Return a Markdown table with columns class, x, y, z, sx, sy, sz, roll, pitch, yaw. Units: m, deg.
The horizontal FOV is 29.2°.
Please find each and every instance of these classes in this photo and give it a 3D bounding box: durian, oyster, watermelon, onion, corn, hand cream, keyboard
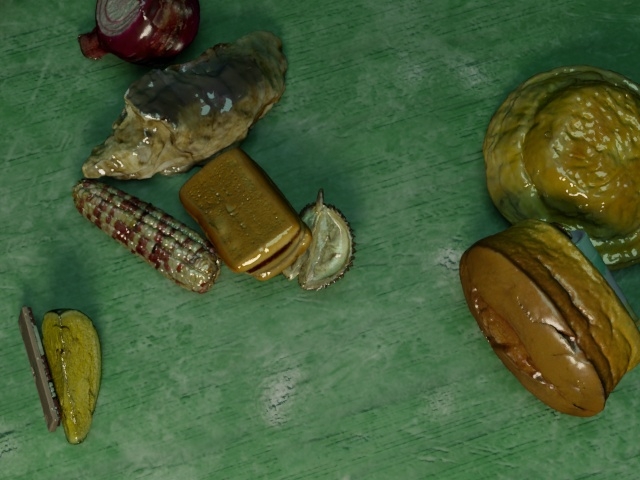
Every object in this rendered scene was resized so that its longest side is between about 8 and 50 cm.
| class | x | y | z | sx | sy | sz | roll | pitch | yaw |
| --- | --- | --- | --- | --- | --- | --- | --- | --- | --- |
| durian | -0.002 | 0.000 | 1.683 | 0.110 | 0.071 | 0.140 | 7 | 89 | 7 |
| oyster | -0.179 | -0.186 | 1.713 | 0.341 | 0.110 | 0.166 | -21 | 80 | -21 |
| watermelon | -0.339 | 0.165 | 1.612 | 0.075 | 0.092 | 0.182 | 1 | 109 | 17 |
| onion | -0.255 | -0.311 | 1.754 | 0.135 | 0.198 | 0.173 | 23 | 50 | -35 |
| corn | -0.238 | -0.010 | 1.682 | 0.237 | 0.079 | 0.079 | 30 | 75 | 11 |
| hand cream | 0.373 | 0.067 | 1.657 | 0.076 | 0.047 | 0.174 | -34 | 112 | -10 |
| keyboard | -0.372 | 0.170 | 1.628 | 0.017 | 0.055 | 0.166 | -11 | 68 | -26 |

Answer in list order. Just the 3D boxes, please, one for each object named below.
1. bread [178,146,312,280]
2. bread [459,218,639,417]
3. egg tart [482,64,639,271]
| class | x | y | z | sx | sy | sz | roll | pitch | yaw |
| --- | --- | --- | --- | --- | --- | --- | --- | --- | --- |
| bread | -0.102 | -0.035 | 1.665 | 0.116 | 0.077 | 0.200 | -42 | 51 | 4 |
| bread | 0.293 | 0.101 | 1.599 | 0.142 | 0.195 | 0.270 | -36 | 80 | -21 |
| egg tart | 0.381 | -0.114 | 1.700 | 0.318 | 0.128 | 0.319 | 1 | 72 | -3 |
